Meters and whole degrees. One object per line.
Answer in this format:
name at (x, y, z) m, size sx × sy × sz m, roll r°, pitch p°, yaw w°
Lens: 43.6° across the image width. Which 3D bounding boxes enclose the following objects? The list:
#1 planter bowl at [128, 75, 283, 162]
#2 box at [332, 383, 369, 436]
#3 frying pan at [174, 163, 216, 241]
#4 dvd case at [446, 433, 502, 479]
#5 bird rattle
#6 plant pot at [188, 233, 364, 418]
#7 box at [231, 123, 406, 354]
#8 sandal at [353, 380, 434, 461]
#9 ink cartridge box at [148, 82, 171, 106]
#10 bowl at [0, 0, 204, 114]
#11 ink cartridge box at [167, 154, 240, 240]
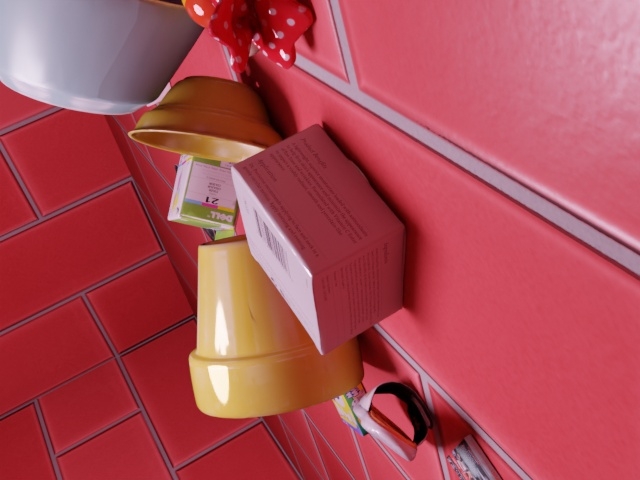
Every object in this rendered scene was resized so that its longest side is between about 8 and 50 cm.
planter bowl at (-0.141, -0.165, 1.071) m, size 0.217 × 0.217 × 0.090 m, roll 180°, pitch 98°, yaw -74°
box at (0.036, 0.242, 1.382) m, size 0.179 × 0.043 × 0.105 m, roll 66°, pitch 164°, yaw -9°
frying pan at (-0.278, -0.066, 1.875) m, size 0.197 × 0.053 × 0.326 m, roll 58°, pitch 167°, yaw 15°
dvd case at (0.194, 0.291, 0.989) m, size 0.087 × 0.013 × 0.119 m, roll 56°, pitch 165°, yaw 22°
bird rattle at (-0.104, -0.280, 0.864) m, size 0.253 × 0.143 × 0.207 m, roll 48°, pitch 175°, yaw 5°
plant pot at (-0.078, 0.108, 1.184) m, size 0.254 × 0.254 × 0.238 m, roll -177°, pitch 77°, yaw -73°
box at (0.000, 0.000, 0.919) m, size 0.181 × 0.119 × 0.181 m, roll 53°, pitch 163°, yaw 31°
sandal at (0.106, 0.232, 1.054) m, size 0.102 × 0.076 × 0.265 m, roll 37°, pitch 174°, yaw 4°
ink cartridge box at (-0.372, -0.375, 1.625) m, size 0.180 × 0.060 × 0.104 m, roll 56°, pitch 165°, yaw 23°
bowl at (-0.304, -0.265, 1.024) m, size 0.311 × 0.312 × 0.163 m, roll 42°, pitch 121°, yaw 53°
ink cartridge box at (-0.202, -0.028, 1.332) m, size 0.189 × 0.097 × 0.255 m, roll -179°, pitch 102°, yaw -74°
